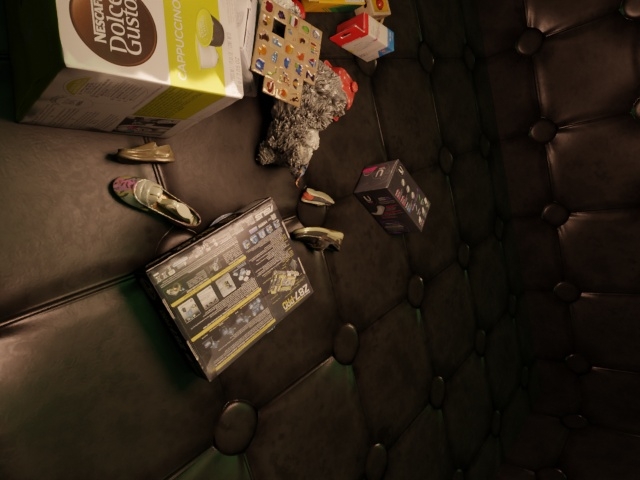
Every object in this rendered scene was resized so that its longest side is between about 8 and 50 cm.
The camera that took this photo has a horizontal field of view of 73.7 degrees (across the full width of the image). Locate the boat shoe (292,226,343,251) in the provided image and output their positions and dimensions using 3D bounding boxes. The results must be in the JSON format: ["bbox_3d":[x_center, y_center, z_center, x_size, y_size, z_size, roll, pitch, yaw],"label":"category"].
[{"bbox_3d":[0.000,0.000,1.412,0.223,0.080,0.074,7,77,-50],"label":"boat shoe"}]

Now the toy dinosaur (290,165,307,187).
[{"bbox_3d":[-0.065,-0.234,1.408,0.082,0.047,0.090,-41,149,-49],"label":"toy dinosaur"}]

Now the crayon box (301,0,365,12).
[{"bbox_3d":[0.010,-0.917,1.489,0.322,0.083,0.203,-29,107,-44],"label":"crayon box"}]

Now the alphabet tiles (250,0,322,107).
[{"bbox_3d":[-0.087,-0.484,1.127,0.198,0.009,0.238,12,84,-39],"label":"alphabet tiles"}]

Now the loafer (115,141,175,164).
[{"bbox_3d":[-0.419,-0.209,1.020,0.148,0.056,0.050,-10,94,-56],"label":"loafer"}]

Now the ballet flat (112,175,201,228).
[{"bbox_3d":[-0.381,-0.093,1.029,0.221,0.079,0.077,33,65,-39],"label":"ballet flat"}]

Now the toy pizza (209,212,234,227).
[{"bbox_3d":[-0.241,0.024,1.195,0.201,0.032,0.202,1,88,-42],"label":"toy pizza"}]

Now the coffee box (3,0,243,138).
[{"bbox_3d":[-0.398,-0.422,0.850,0.334,0.337,0.339,-7,91,-45],"label":"coffee box"}]

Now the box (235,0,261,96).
[{"bbox_3d":[-0.222,-0.551,1.106,0.231,0.126,0.263,88,7,-82],"label":"box"}]

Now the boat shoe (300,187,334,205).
[{"bbox_3d":[-0.008,-0.139,1.442,0.136,0.049,0.043,12,121,-47],"label":"boat shoe"}]

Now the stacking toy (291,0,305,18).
[{"bbox_3d":[-0.157,-0.796,1.291,0.330,0.141,0.141,50,54,-40],"label":"stacking toy"}]

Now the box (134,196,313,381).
[{"bbox_3d":[-0.224,0.112,1.123,0.394,0.097,0.319,-38,112,-36],"label":"box"}]

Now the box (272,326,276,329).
[{"bbox_3d":[-0.196,0.238,1.231,0.137,0.027,0.094,-27,105,-43],"label":"box"}]

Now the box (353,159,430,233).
[{"bbox_3d":[0.281,-0.162,1.651,0.270,0.165,0.144,44,58,-35],"label":"box"}]

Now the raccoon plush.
[{"bbox_3d":[-0.122,-0.422,1.239,0.447,0.216,0.299,53,58,-27],"label":"raccoon plush"}]

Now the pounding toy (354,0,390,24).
[{"bbox_3d":[0.233,-0.929,1.710,0.206,0.094,0.181,-31,109,-42],"label":"pounding toy"}]

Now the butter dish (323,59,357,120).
[{"bbox_3d":[0.074,-0.526,1.486,0.160,0.118,0.160,38,61,-51],"label":"butter dish"}]

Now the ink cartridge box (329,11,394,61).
[{"bbox_3d":[0.154,-0.760,1.587,0.230,0.134,0.078,5,84,-46],"label":"ink cartridge box"}]
